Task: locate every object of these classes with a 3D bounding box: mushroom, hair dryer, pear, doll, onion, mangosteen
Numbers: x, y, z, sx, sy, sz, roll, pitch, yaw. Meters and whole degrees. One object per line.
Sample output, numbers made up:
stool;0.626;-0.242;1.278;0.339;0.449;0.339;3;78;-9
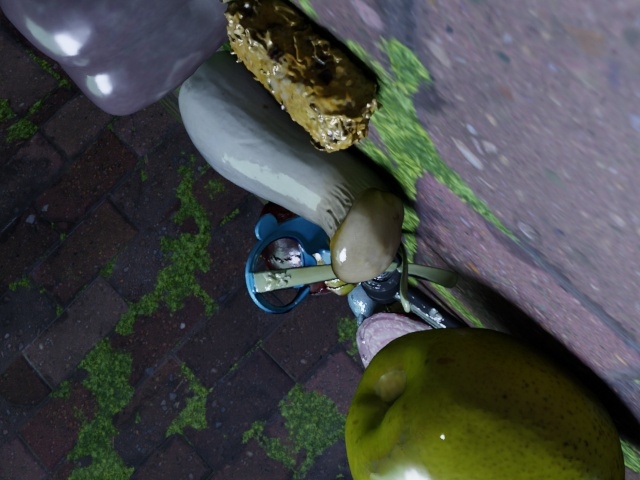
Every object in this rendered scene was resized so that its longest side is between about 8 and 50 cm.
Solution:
mushroom;-0.027;-0.086;0.785;0.159;0.122;0.328;-7;-139;-47
hair dryer;0.152;0.097;1.117;0.219;0.071;0.124;37;175;13
pear;0.172;0.232;0.774;0.294;0.294;0.294;44;176;3
doll;0.101;0.113;1.397;0.179;0.075;0.120;17;-120;-64
onion;0.190;0.196;1.268;0.250;0.111;0.248;1;125;48
mangosteen;0.000;0.000;1.033;0.166;0.166;0.180;46;156;-25

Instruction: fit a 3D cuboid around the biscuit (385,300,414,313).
biscuit;0.187;0.156;1.356;0.188;0.056;0.052;48;-166;-32

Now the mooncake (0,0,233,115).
mooncake;-0.223;-0.252;0.649;0.306;0.154;0.306;47;178;2

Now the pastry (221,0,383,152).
pastry;-0.014;-0.122;0.527;0.140;0.056;0.080;51;170;13

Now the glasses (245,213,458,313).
glasses;0.044;0.043;0.833;0.239;0.102;0.207;-15;-141;-42
